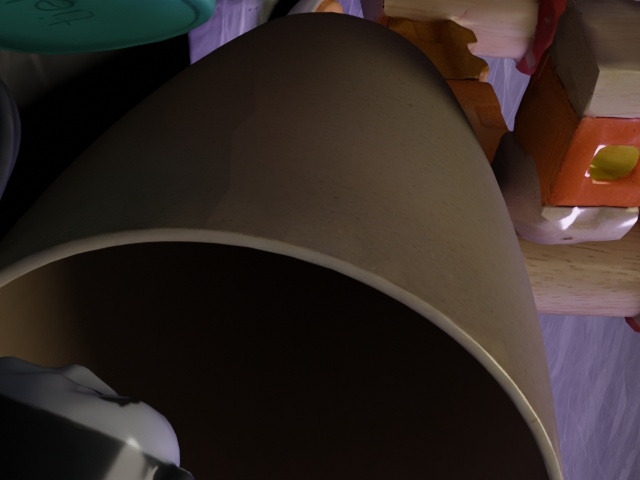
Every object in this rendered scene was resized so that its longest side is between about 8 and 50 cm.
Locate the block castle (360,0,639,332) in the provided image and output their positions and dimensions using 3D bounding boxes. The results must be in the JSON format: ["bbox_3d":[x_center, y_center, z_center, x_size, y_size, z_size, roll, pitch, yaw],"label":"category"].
[{"bbox_3d":[0.191,-0.190,0.901,0.303,0.212,0.453,-106,-154,-44],"label":"block castle"}]

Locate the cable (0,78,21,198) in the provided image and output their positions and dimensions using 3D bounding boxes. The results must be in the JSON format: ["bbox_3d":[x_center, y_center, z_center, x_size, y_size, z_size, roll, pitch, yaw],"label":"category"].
[{"bbox_3d":[-0.138,0.008,0.507,0.150,0.184,0.047,-47,123,-15],"label":"cable"}]

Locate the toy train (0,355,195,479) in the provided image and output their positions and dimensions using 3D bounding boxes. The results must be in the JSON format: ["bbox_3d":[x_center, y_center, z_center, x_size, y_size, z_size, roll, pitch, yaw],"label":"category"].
[{"bbox_3d":[-0.160,0.175,0.563,0.142,0.190,0.334,57,52,-66],"label":"toy train"}]

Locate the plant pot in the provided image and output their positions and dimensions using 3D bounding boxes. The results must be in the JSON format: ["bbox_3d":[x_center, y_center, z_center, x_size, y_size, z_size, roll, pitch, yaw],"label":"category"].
[{"bbox_3d":[-0.015,0.023,0.817,0.274,0.256,0.256,-75,169,-54],"label":"plant pot"}]

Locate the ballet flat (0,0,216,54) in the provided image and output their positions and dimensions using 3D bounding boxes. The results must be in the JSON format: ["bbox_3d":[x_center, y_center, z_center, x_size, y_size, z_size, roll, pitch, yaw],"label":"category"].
[{"bbox_3d":[-0.141,-0.151,0.471,0.483,0.164,0.182,-8,90,-74],"label":"ballet flat"}]

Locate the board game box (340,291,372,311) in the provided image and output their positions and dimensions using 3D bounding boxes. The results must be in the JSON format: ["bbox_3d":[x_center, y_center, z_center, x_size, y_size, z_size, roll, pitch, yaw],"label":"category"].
[{"bbox_3d":[0.008,0.102,1.055,0.136,0.030,0.260,-33,160,-6],"label":"board game box"}]

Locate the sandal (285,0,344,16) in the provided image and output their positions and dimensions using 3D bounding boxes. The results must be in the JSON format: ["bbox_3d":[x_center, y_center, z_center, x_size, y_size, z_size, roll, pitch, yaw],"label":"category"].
[{"bbox_3d":[-0.004,0.001,1.025,0.102,0.076,0.265,-26,129,-64],"label":"sandal"}]
